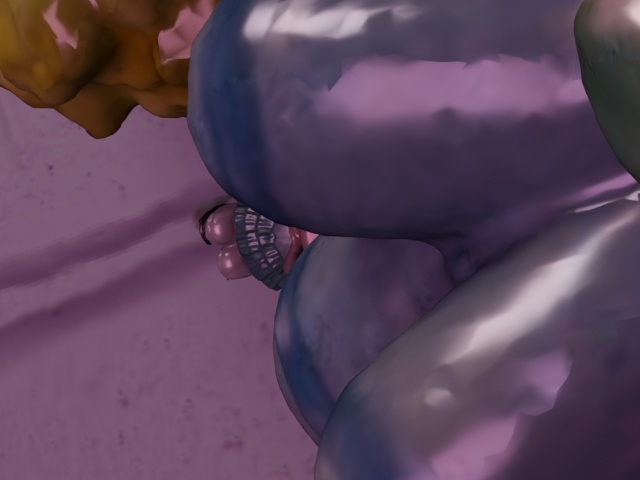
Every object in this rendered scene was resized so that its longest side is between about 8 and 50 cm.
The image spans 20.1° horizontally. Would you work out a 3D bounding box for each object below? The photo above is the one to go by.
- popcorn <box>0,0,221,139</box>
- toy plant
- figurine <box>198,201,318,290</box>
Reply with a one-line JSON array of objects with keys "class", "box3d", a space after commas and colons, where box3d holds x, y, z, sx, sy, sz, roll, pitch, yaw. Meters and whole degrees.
[{"class": "popcorn", "box3d": [-0.083, -0.179, 0.665, 0.225, 0.174, 0.286, -15, 92, 47]}, {"class": "toy plant", "box3d": [0.094, -0.020, 0.485, 0.332, 0.247, 0.247, -33, 80, 49]}, {"class": "figurine", "box3d": [0.000, 0.000, 0.726, 0.106, 0.047, 0.060, -6, 89, 42]}]
